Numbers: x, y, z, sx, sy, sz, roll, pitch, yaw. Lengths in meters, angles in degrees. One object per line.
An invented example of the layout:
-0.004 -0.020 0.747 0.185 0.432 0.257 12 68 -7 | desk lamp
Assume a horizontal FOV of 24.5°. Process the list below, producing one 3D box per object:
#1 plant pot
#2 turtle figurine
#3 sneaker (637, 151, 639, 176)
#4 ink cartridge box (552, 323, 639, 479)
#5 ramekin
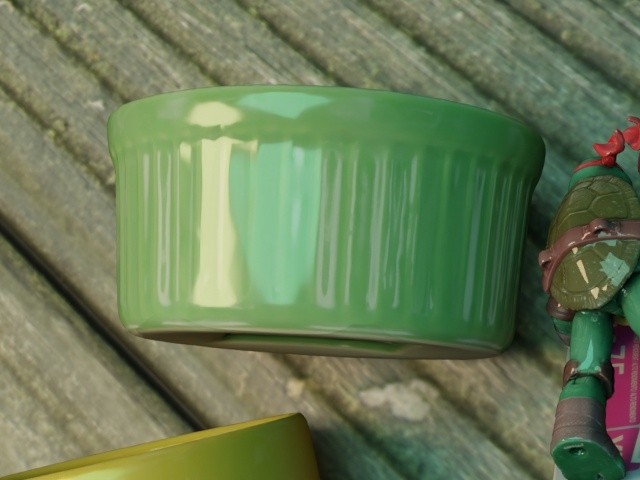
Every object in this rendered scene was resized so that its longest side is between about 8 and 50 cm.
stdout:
-0.109 0.261 1.024 0.254 0.254 0.239 -14 86 19 | plant pot
0.190 0.025 0.915 0.175 0.118 0.234 -47 28 45 | turtle figurine
0.353 -0.044 0.953 0.299 0.112 0.121 5 120 25 | sneaker
0.308 0.100 0.929 0.311 0.065 0.186 -8 31 19 | ink cartridge box
0.000 0.000 1.017 0.303 0.303 0.148 0 82 23 | ramekin
